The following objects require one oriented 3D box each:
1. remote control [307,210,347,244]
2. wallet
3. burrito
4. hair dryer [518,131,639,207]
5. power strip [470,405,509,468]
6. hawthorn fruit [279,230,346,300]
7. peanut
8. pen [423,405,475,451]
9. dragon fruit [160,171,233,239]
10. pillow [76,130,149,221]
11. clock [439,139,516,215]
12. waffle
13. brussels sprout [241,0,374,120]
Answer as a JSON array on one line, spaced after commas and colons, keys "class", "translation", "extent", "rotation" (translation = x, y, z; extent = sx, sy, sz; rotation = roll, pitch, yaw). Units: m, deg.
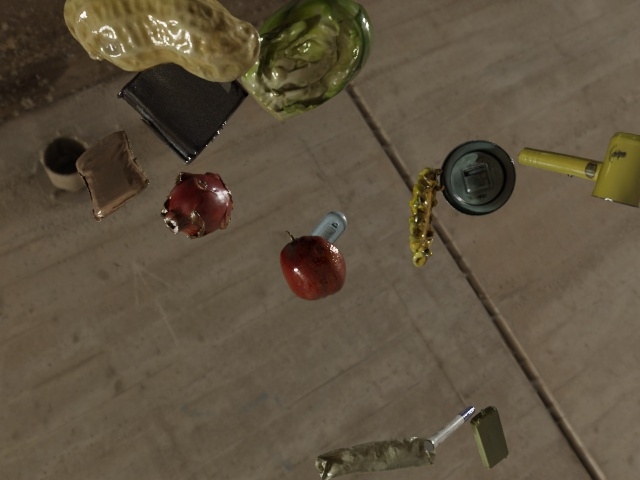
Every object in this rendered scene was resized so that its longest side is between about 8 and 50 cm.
[{"class": "remote control", "translation": [0.000, 0.000, 2.175], "extent": [0.244, 0.087, 0.047], "rotation": [-50, -166, 17]}, {"class": "wallet", "translation": [-0.309, -0.334, 1.435], "extent": [0.071, 0.221, 0.262], "rotation": [-16, -145, 53]}, {"class": "burrito", "translation": [0.123, 0.491, 1.398], "extent": [0.275, 0.082, 0.059], "rotation": [-7, -159, -8]}, {"class": "hair dryer", "translation": [0.541, -0.165, 1.292], "extent": [0.090, 0.135, 0.278], "rotation": [3, -166, -40]}, {"class": "power strip", "translation": [0.405, 0.467, 1.492], "extent": [0.076, 0.169, 0.028], "rotation": [-28, -156, -19]}, {"class": "hawthorn fruit", "translation": [-0.028, 0.064, 1.839], "extent": [0.189, 0.251, 0.190], "rotation": [-20, -151, 12]}, {"class": "peanut", "translation": [-0.249, -0.330, 0.970], "extent": [0.140, 0.325, 0.153], "rotation": [65, 45, -74]}, {"class": "pen", "translation": [0.282, 0.403, 1.344], "extent": [0.025, 0.025, 0.204], "rotation": [-38, 165, 37]}, {"class": "dragon fruit", "translation": [-0.442, -0.132, 2.268], "extent": [0.315, 0.250, 0.250], "rotation": [-11, 160, -43]}, {"class": "pillow", "translation": [-0.431, -0.140, 1.282], "extent": [0.135, 0.211, 0.034], "rotation": [-35, 144, 4]}, {"class": "clock", "translation": [0.446, -0.176, 1.765], "extent": [0.215, 0.215, 0.042], "rotation": [-35, 169, 23]}, {"class": "waffle", "translation": [0.264, -0.075, 1.558], "extent": [0.262, 0.060, 0.281], "rotation": [80, 24, -50]}, {"class": "brussels sprout", "translation": [-0.032, -0.495, 1.671], "extent": [0.371, 0.276, 0.315], "rotation": [-38, -155, 6]}]
